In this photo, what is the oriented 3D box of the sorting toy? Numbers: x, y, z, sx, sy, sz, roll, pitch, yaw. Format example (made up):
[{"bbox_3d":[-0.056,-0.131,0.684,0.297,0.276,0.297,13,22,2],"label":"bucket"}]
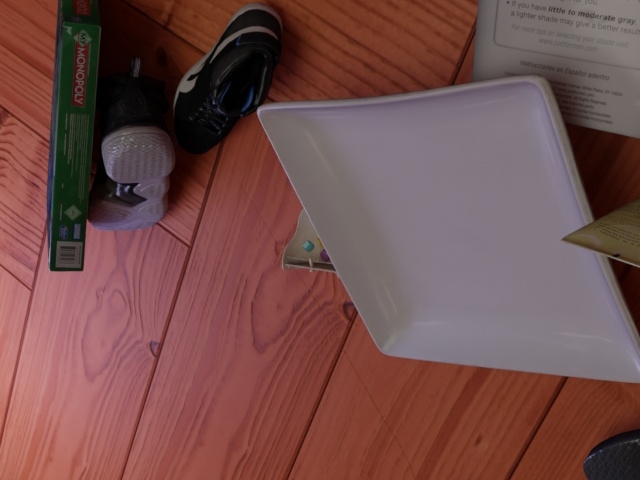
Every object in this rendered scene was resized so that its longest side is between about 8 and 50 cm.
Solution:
[{"bbox_3d":[0.000,0.000,1.267,0.083,0.045,0.075,8,103,35],"label":"sorting toy"}]

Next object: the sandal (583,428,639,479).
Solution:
[{"bbox_3d":[0.384,0.209,1.055,0.254,0.054,0.097,-20,101,30],"label":"sandal"}]

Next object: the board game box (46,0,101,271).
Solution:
[{"bbox_3d":[-0.312,-0.151,1.358,0.213,0.046,0.317,-114,30,-59],"label":"board game box"}]

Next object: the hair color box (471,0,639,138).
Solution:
[{"bbox_3d":[0.248,-0.291,0.929,0.185,0.113,0.375,17,116,31],"label":"hair color box"}]

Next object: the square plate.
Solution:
[{"bbox_3d":[0.135,-0.011,1.085,0.347,0.049,0.344,1,129,43],"label":"square plate"}]

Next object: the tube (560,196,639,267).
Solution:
[{"bbox_3d":[0.292,-0.015,0.912,0.070,0.240,0.062,-30,85,39],"label":"tube"}]

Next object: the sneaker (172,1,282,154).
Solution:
[{"bbox_3d":[-0.117,-0.159,1.231,0.079,0.121,0.217,23,127,-17],"label":"sneaker"}]

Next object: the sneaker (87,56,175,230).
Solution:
[{"bbox_3d":[-0.239,-0.118,1.367,0.268,0.101,0.153,126,141,-61],"label":"sneaker"}]
